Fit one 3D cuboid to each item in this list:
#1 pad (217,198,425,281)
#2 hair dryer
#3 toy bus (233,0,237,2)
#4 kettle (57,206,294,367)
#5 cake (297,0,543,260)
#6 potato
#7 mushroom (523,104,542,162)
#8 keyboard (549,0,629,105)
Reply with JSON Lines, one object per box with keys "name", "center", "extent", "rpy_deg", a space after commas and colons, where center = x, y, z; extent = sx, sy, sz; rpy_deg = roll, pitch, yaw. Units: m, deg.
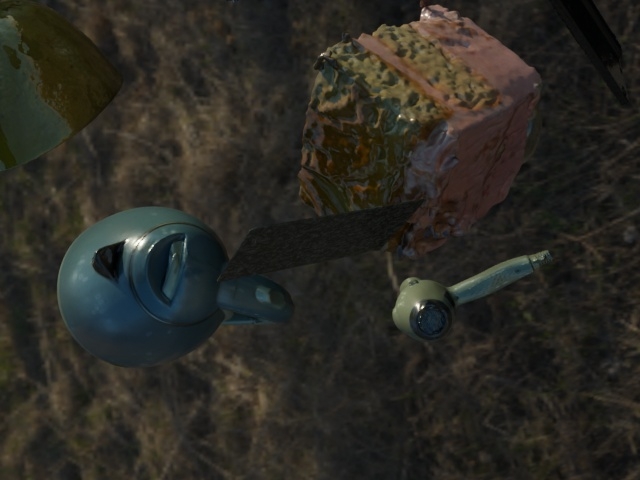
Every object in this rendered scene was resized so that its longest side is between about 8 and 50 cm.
{"name": "pad", "center": [0.000, 0.000, 1.322], "extent": [0.158, 0.235, 0.003], "rpy_deg": [-51, 54, 58]}
{"name": "hair dryer", "center": [0.186, 0.066, 1.536], "extent": [0.088, 0.225, 0.219], "rpy_deg": [65, 161, -10]}
{"name": "toy bus", "center": [-0.101, -0.316, 1.260], "extent": [0.058, 0.102, 0.052], "rpy_deg": [-22, 86, 11]}
{"name": "kettle", "center": [-0.205, 0.070, 1.616], "extent": [0.342, 0.320, 0.247], "rpy_deg": [163, 119, -66]}
{"name": "cake", "center": [0.160, -0.167, 1.759], "extent": [0.293, 0.307, 0.314], "rpy_deg": [40, 139, 23]}
{"name": "potato", "center": [-0.344, -0.203, 1.271], "extent": [0.178, 0.203, 0.158], "rpy_deg": [13, 136, 49]}
{"name": "mushroom", "center": [0.339, -0.235, 2.080], "extent": [0.204, 0.204, 0.204], "rpy_deg": [5, 97, 51]}
{"name": "keyboard", "center": [0.307, -0.267, 1.280], "extent": [0.018, 0.310, 0.100], "rpy_deg": [-15, 62, 28]}
